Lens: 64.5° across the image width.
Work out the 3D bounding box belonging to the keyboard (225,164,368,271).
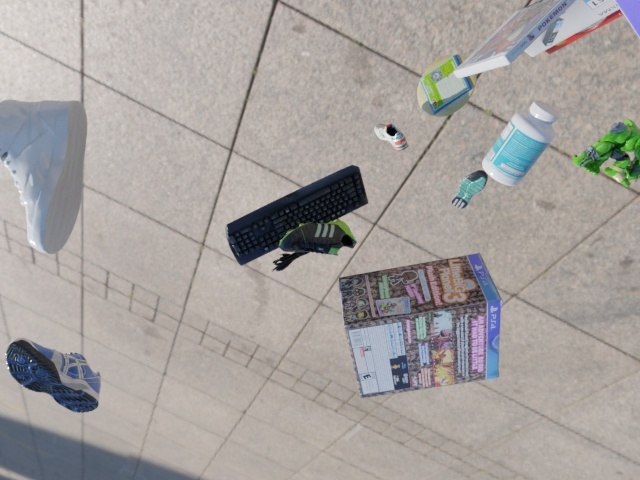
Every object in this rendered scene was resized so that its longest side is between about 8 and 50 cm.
[{"bbox_3d":[-0.039,-0.027,1.108,0.317,0.033,0.201,-26,138,-6],"label":"keyboard"}]

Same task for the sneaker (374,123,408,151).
[{"bbox_3d":[0.220,-0.349,1.610,0.057,0.161,0.075,-33,135,-3],"label":"sneaker"}]

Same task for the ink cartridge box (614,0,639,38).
[{"bbox_3d":[0.310,-0.115,0.321,0.206,0.045,0.208,31,175,-29],"label":"ink cartridge box"}]

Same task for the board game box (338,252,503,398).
[{"bbox_3d":[0.200,0.177,1.031,0.291,0.141,0.232,-10,128,4],"label":"board game box"}]

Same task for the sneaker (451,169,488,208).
[{"bbox_3d":[0.578,-0.219,1.951,0.083,0.098,0.223,32,149,2],"label":"sneaker"}]

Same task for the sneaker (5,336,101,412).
[{"bbox_3d":[-0.504,0.246,0.967,0.080,0.081,0.211,-22,128,12],"label":"sneaker"}]

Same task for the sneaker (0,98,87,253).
[{"bbox_3d":[-0.545,-0.122,0.943,0.169,0.292,0.108,4,169,-1],"label":"sneaker"}]

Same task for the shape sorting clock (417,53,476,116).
[{"bbox_3d":[0.406,-0.500,1.639,0.206,0.206,0.040,-13,162,35],"label":"shape sorting clock"}]

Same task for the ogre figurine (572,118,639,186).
[{"bbox_3d":[0.645,-0.191,1.089,0.197,0.096,0.118,20,126,-9],"label":"ogre figurine"}]

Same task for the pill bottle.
[{"bbox_3d":[0.658,-0.319,1.655,0.146,0.146,0.264,26,128,-2],"label":"pill bottle"}]

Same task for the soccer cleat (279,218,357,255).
[{"bbox_3d":[0.000,0.000,1.004,0.072,0.179,0.060,52,133,26],"label":"soccer cleat"}]

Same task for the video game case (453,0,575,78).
[{"bbox_3d":[0.361,-0.385,0.950,0.183,0.201,0.023,-44,105,0],"label":"video game case"}]

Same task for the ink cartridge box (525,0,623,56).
[{"bbox_3d":[0.724,-0.618,1.422,0.261,0.066,0.296,10,159,-38],"label":"ink cartridge box"}]
